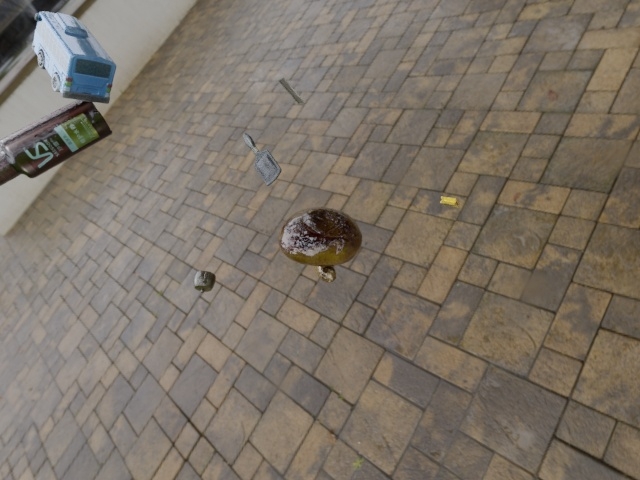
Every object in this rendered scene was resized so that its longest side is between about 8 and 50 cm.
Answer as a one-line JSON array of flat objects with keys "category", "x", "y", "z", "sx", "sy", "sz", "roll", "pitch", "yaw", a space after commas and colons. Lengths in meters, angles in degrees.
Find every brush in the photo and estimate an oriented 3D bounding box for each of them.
[{"category": "brush", "x": -0.170, "y": -0.233, "z": 1.152, "sx": 0.063, "sy": 0.016, "sz": 0.193, "roll": -45, "pitch": 60, "yaw": 17}]

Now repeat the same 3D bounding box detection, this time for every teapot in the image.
[{"category": "teapot", "x": -0.415, "y": 0.151, "z": 1.488, "sx": 0.121, "sy": 0.076, "sz": 0.068, "roll": 127, "pitch": 150, "yaw": -55}]

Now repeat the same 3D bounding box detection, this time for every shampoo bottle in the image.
[{"category": "shampoo bottle", "x": -0.752, "y": -0.266, "z": 1.146, "sx": 0.323, "sy": 0.129, "sz": 0.084, "roll": -39, "pitch": 48, "yaw": -21}]

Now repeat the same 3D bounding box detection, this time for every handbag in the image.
[{"category": "handbag", "x": 0.489, "y": -0.144, "z": 1.574, "sx": 0.061, "sy": 0.083, "sz": 0.027, "roll": 12, "pitch": 90, "yaw": 31}]

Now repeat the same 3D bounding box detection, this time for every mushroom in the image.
[{"category": "mushroom", "x": 0.005, "y": -0.020, "z": 1.742, "sx": 0.239, "sy": 0.346, "sz": 0.345, "roll": -51, "pitch": 36, "yaw": 35}]

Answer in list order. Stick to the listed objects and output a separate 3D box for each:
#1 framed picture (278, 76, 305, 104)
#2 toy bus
[{"category": "framed picture", "x": -0.133, "y": -0.685, "z": 1.918, "sx": 0.011, "sy": 0.149, "sz": 0.109, "roll": -46, "pitch": 23, "yaw": 0}, {"category": "toy bus", "x": -0.604, "y": -0.451, "z": 1.019, "sx": 0.234, "sy": 0.116, "sz": 0.133, "roll": 49, "pitch": 125, "yaw": 24}]
